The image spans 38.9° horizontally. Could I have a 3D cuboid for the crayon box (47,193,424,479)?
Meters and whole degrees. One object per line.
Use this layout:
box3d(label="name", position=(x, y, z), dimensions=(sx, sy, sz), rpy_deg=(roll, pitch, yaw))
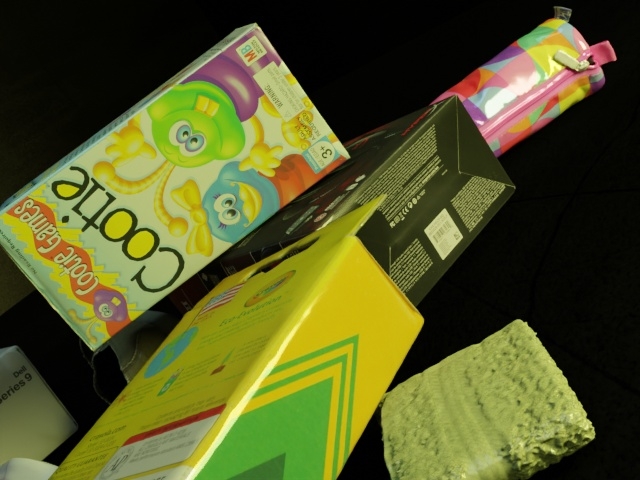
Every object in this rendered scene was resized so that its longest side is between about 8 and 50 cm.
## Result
box3d(label="crayon box", position=(-0.065, 0.116, 0.570), dimensions=(0.202, 0.081, 0.318), rpy_deg=(-26, 20, 45))

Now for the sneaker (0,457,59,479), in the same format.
box3d(label="sneaker", position=(-0.235, 0.226, 0.697), dimensions=(0.258, 0.094, 0.091), rpy_deg=(-17, 49, 43))

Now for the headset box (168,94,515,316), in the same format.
box3d(label="headset box", position=(0.000, 0.000, 0.852), dimensions=(0.218, 0.110, 0.293), rpy_deg=(-44, 16, -35))

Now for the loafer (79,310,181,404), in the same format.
box3d(label="loafer", position=(-0.214, 0.122, 0.966), dimensions=(0.087, 0.094, 0.251), rpy_deg=(-36, 12, -28))

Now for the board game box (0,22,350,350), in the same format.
box3d(label="board game box", position=(-0.135, -0.054, 0.816), dimensions=(0.275, 0.142, 0.144), rpy_deg=(-37, 16, -2))

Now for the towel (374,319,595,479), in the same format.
box3d(label="towel", position=(0.083, 0.095, 0.488), dimensions=(0.110, 0.027, 0.148), rpy_deg=(-32, 12, 5))

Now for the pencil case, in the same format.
box3d(label="pencil case", position=(0.188, -0.141, 0.955), dimensions=(0.236, 0.104, 0.104), rpy_deg=(-36, 13, -6))

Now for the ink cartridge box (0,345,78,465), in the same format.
box3d(label="ink cartridge box", position=(-0.432, 0.233, 1.023), dimensions=(0.211, 0.121, 0.289), rpy_deg=(-42, 15, -32))
